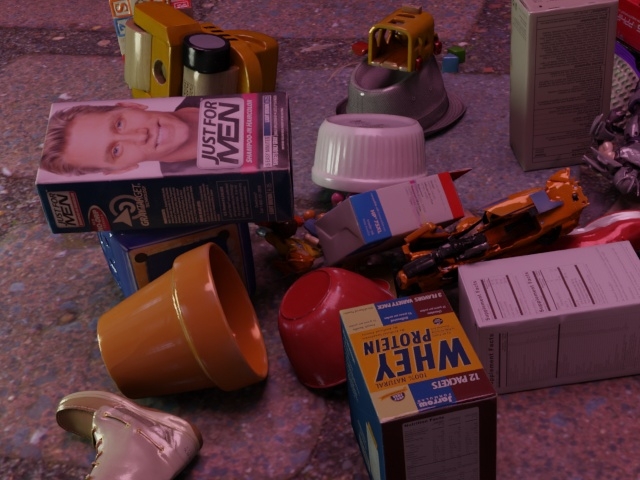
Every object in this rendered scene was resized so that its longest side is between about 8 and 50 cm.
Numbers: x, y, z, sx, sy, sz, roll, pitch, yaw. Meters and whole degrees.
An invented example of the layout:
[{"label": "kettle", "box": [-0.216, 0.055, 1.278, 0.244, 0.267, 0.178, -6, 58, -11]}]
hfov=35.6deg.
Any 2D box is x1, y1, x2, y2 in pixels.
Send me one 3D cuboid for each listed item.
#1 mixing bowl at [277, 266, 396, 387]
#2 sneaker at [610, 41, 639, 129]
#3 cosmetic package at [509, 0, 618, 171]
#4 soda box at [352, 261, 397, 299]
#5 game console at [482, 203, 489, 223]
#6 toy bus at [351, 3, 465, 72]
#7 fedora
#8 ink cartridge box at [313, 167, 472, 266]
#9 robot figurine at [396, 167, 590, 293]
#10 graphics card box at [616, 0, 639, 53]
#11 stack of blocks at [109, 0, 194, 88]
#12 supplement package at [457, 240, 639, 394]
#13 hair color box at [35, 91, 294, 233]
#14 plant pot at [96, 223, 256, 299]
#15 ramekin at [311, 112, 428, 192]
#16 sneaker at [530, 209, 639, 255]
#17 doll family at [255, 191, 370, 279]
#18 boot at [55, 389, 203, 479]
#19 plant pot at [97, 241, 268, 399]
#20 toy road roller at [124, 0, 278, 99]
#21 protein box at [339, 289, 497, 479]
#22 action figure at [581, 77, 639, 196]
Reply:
[{"label": "mixing bowl", "box": [0.007, 0.105, 1.391, 0.181, 0.098, 0.181, -31, 32, 21]}, {"label": "sneaker", "box": [0.593, -0.320, 1.954, 0.146, 0.102, 0.293, 8, 42, -31]}, {"label": "cosmetic package", "box": [0.423, -0.289, 1.759, 0.160, 0.309, 0.113, -8, 36, -3]}, {"label": "soda box", "box": [0.086, 0.110, 1.470, 0.061, 0.058, 0.181, -7, 36, 1]}, {"label": "game console", "box": [0.335, -0.029, 1.625, 0.122, 0.107, 0.071, -7, 71, -2]}, {"label": "toy bus", "box": [0.170, -0.398, 1.912, 0.191, 0.104, 0.202, -10, 32, -16]}, {"label": "fedora", "box": [0.154, -0.303, 1.979, 0.275, 0.124, 0.243, -28, 41, -27]}, {"label": "ink cartridge box", "box": [0.123, -0.037, 1.525, 0.231, 0.078, 0.134, -15, -9, -28]}, {"label": "robot figurine", "box": [0.242, -0.004, 1.462, 0.291, 0.211, 0.085, -22, 75, 4]}, {"label": "graphics card box", "box": [0.779, -0.449, 2.050, 0.370, 0.094, 0.233, -4, 32, -21]}, {"label": "stack of blocks", "box": [-0.365, -0.495, 2.183, 0.171, 0.297, 0.087, -10, 35, -3]}, {"label": "supplement package", "box": [0.321, 0.106, 1.368, 0.244, 0.139, 0.134, -8, 37, -1]}, {"label": "hair color box", "box": [-0.214, -0.114, 1.423, 0.347, 0.105, 0.174, -4, 48, 0]}, {"label": "plant pot", "box": [-0.223, -0.010, 1.550, 0.236, 0.236, 0.212, -16, 43, -12]}, {"label": "ramekin", "box": [0.087, -0.157, 1.746, 0.207, 0.109, 0.207, 1, 16, 0]}, {"label": "sneaker", "box": [0.427, 0.033, 1.521, 0.221, 0.087, 0.128, -13, 43, 12]}, {"label": "doll family", "box": [0.000, 0.000, 1.617, 0.263, 0.118, 0.163, -2, 25, -26]}, {"label": "boot", "box": [-0.279, 0.283, 1.275, 0.213, 0.077, 0.165, 11, 41, 19]}, {"label": "plant pot", "box": [-0.198, 0.131, 1.390, 0.188, 0.205, 0.205, -22, 35, 6]}, {"label": "toy road roller", "box": [-0.238, -0.363, 2.076, 0.240, 0.203, 0.329, -20, 41, -38]}, {"label": "protein box", "box": [0.116, 0.207, 1.206, 0.136, 0.201, 0.200, -11, 36, -7]}, {"label": "action figure", "box": [0.553, -0.173, 1.711, 0.185, 0.099, 0.285, 36, 50, -5]}]
